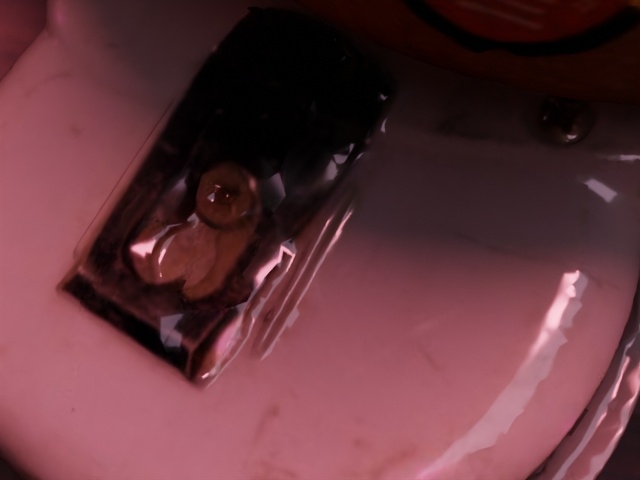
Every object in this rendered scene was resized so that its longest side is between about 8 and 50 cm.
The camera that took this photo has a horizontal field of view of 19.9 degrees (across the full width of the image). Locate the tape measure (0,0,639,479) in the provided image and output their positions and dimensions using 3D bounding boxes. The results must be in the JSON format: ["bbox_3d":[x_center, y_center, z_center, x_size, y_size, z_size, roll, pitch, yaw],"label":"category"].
[{"bbox_3d":[0.000,0.000,0.641,0.258,0.130,0.265,27,78,20],"label":"tape measure"}]

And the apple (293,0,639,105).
[{"bbox_3d":[0.105,-0.234,0.527,0.400,0.334,0.400,3,41,-3],"label":"apple"}]
